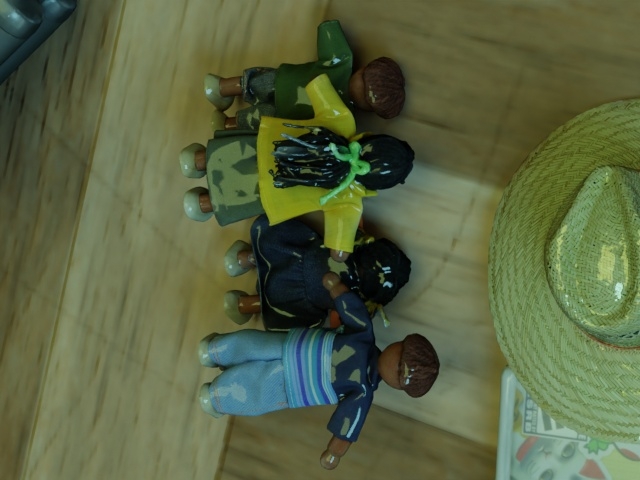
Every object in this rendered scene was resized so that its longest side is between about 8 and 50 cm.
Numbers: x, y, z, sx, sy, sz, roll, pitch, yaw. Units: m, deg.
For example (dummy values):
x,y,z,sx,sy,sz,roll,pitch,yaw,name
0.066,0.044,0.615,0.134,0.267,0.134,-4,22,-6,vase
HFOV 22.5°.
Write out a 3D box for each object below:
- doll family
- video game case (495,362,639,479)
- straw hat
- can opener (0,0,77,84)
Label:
x,y,z,sx,sy,sz,roll,pitch,yaw,name
0.000,0.000,0.705,0.111,0.076,0.193,-5,95,24,doll family
0.165,0.172,0.646,0.206,0.026,0.226,5,94,28,video game case
0.118,0.006,0.629,0.145,0.061,0.144,-6,78,27,straw hat
-0.170,-0.132,0.777,0.283,0.076,0.095,-39,93,24,can opener
